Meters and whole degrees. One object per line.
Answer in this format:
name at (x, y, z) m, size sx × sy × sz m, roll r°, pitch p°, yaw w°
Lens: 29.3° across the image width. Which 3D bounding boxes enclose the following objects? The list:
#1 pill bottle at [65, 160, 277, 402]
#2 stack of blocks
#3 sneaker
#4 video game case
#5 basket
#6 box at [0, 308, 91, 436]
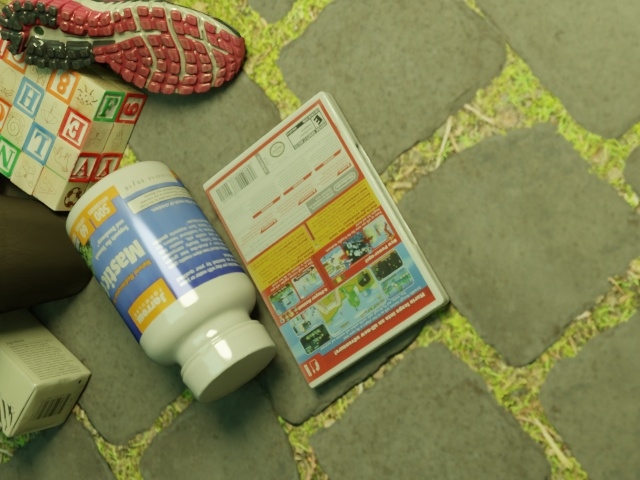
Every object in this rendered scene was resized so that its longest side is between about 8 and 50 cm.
pill bottle at (-0.172, 0.052, 1.454) m, size 0.152 × 0.152 × 0.272 m, roll -44°, pitch 71°, yaw 23°
stack of blocks at (-0.387, -0.184, 1.604) m, size 0.297 × 0.087 × 0.171 m, roll 34°, pitch 108°, yaw 24°
sneaker at (-0.233, -0.266, 1.486) m, size 0.299 × 0.112 × 0.121 m, roll 14°, pitch 132°, yaw 8°
video game case at (0.000, 0.000, 1.427) m, size 0.204 × 0.025 × 0.285 m, roll -36°, pitch 75°, yaw 26°
basket at (-0.404, 0.019, 1.542) m, size 0.204 × 0.227 × 0.154 m, roll -43°, pitch 72°, yaw 23°
box at (-0.444, 0.133, 1.637) m, size 0.275 × 0.113 × 0.094 m, roll 40°, pitch 111°, yaw 24°
